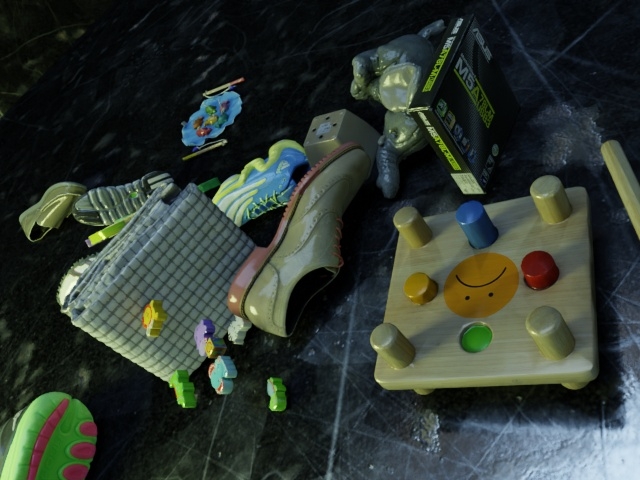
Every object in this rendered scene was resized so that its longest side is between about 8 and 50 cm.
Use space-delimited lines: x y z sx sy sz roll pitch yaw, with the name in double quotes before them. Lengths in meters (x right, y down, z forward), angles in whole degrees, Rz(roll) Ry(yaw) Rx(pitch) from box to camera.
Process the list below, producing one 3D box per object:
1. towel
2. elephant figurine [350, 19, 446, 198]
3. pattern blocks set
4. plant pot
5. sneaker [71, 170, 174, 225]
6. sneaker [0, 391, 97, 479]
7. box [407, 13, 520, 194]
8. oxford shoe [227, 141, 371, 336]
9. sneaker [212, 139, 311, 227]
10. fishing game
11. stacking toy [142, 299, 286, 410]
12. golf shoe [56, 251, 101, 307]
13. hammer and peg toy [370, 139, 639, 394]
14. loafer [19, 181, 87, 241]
"towel" -0.250 0.067 1.031 0.284 0.235 0.121 -53 34 -12
"elephant figurine" 0.155 -0.222 1.036 0.169 0.186 0.239 -10 52 -12
"pattern blocks set" -0.354 -0.058 1.267 0.324 0.026 0.285 -21 9 29
"plant pot" 0.032 -0.174 1.116 0.109 0.096 0.109 -7 51 36
"sneaker" -0.443 -0.085 1.408 0.228 0.086 0.132 -18 -2 -12
"sneaker" -0.525 0.474 0.961 0.202 0.185 0.483 -20 33 36
"box" 0.219 -0.196 0.905 0.045 0.191 0.184 5 58 45
"oxford shoe" 0.000 0.000 0.992 0.130 0.123 0.348 28 81 30
"sneaker" -0.108 -0.094 1.165 0.240 0.091 0.126 -48 40 -8
"fishing game" -0.282 -0.315 1.549 0.189 0.041 0.264 -13 48 28
"stacking toy" -0.160 0.175 0.913 0.052 0.167 0.221 -62 39 20
"golf shoe" -0.427 0.078 1.267 0.272 0.105 0.120 -35 53 6
"hammer and peg toy" 0.244 0.044 0.721 0.361 0.127 0.266 -12 46 32
"loafer" -0.727 -0.075 1.682 0.251 0.094 0.087 -32 64 28
